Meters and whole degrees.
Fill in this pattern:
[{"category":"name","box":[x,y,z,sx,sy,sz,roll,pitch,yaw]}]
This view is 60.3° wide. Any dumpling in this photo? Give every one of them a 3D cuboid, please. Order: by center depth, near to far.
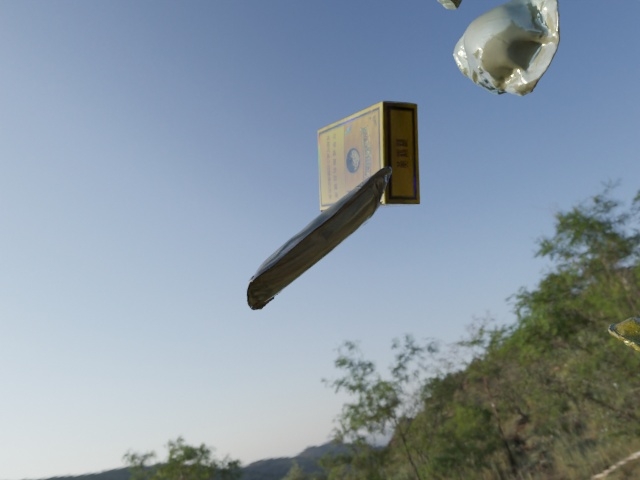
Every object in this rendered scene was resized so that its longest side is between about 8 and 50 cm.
[{"category":"dumpling","box":[0.312,-0.313,0.924,0.124,0.151,0.229,-16,6,-22]}]

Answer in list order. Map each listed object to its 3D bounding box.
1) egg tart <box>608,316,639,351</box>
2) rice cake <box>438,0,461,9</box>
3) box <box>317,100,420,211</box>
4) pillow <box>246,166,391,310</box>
[{"category":"egg tart","box":[0.507,0.150,0.863,0.105,0.105,0.039,4,-67,-50]},{"category":"rice cake","box":[0.170,-0.381,0.613,0.080,0.042,0.221,7,-71,-47]},{"category":"box","box":[0.090,-0.161,1.147,0.084,0.192,0.301,-3,1,-24]},{"category":"pillow","box":[0.000,0.000,0.664,0.233,0.038,0.130,-39,-13,-22]}]
